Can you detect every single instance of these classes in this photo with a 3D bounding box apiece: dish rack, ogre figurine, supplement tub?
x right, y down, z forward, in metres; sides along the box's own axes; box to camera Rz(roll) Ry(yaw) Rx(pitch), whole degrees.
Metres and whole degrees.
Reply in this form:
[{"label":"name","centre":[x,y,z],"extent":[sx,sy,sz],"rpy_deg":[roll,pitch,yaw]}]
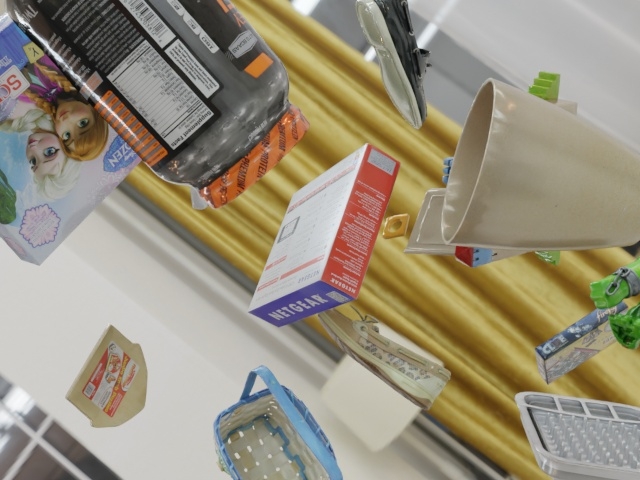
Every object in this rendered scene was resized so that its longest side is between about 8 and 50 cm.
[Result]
[{"label":"dish rack","centre":[0.522,0.387,1.464],"extent":[0.333,0.285,0.072],"rpy_deg":[-55,-28,-79]},{"label":"ogre figurine","centre":[0.379,0.080,0.834],"extent":[0.118,0.197,0.097],"rpy_deg":[-52,-4,-18]},{"label":"supplement tub","centre":[-0.181,-0.213,0.921],"extent":[0.207,0.338,0.207],"rpy_deg":[-38,15,12]}]

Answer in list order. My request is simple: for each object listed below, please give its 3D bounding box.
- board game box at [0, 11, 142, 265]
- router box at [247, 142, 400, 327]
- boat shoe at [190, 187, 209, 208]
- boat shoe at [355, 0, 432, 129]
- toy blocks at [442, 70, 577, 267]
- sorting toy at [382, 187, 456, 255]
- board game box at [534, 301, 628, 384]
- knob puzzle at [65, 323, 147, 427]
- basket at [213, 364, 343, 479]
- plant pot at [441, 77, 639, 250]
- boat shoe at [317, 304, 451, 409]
[{"label":"board game box","centre":[-0.447,-0.181,1.235],"extent":[0.319,0.066,0.318],"rpy_deg":[-53,-46,-26]},{"label":"router box","centre":[0.000,0.000,1.552],"extent":[0.335,0.082,0.301],"rpy_deg":[-27,38,59]},{"label":"boat shoe","centre":[-0.160,-0.145,1.174],"extent":[0.083,0.076,0.226],"rpy_deg":[101,166,-55]},{"label":"boat shoe","centre":[0.187,-0.400,1.696],"extent":[0.113,0.340,0.127],"rpy_deg":[-35,34,-8]},{"label":"toy blocks","centre":[0.353,-0.117,1.492],"extent":[0.261,0.191,0.381],"rpy_deg":[-12,-66,-29]},{"label":"sorting toy","centre":[0.302,-0.040,1.811],"extent":[0.347,0.047,0.196],"rpy_deg":[2,58,44]},{"label":"board game box","centre":[0.652,0.252,1.936],"extent":[0.243,0.042,0.165],"rpy_deg":[-32,-36,-2]},{"label":"knob puzzle","centre":[-0.422,0.293,1.582],"extent":[0.213,0.030,0.213],"rpy_deg":[-2,-87,-59]},{"label":"basket","centre":[-0.078,0.394,1.461],"extent":[0.201,0.255,0.289],"rpy_deg":[-22,-25,-36]},{"label":"plant pot","centre":[0.351,-0.087,1.170],"extent":[0.256,0.274,0.256],"rpy_deg":[-167,90,-89]},{"label":"boat shoe","centre":[0.119,0.214,1.522],"extent":[0.089,0.285,0.104],"rpy_deg":[-50,-17,-11]}]
